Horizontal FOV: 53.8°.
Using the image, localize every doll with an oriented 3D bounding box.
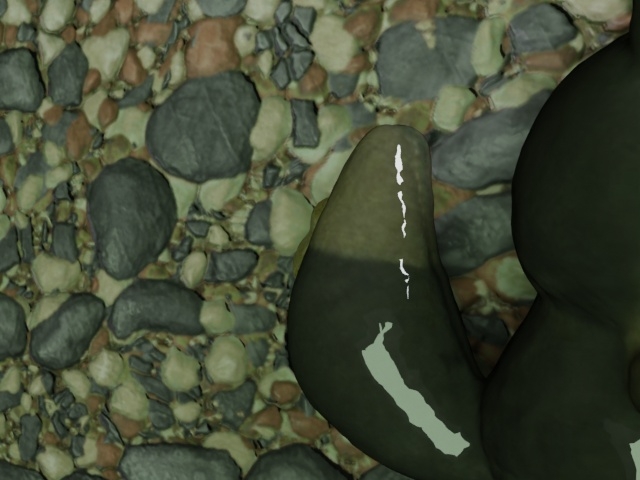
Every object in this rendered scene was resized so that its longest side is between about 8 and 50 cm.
[{"bbox_3d":[0.141,0.001,0.386,0.378,0.252,0.383,7,93,18],"label":"doll"}]

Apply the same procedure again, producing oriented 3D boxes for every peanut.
[{"bbox_3d":[0.000,0.000,0.542,0.037,0.037,0.083,22,105,16],"label":"peanut"}]
